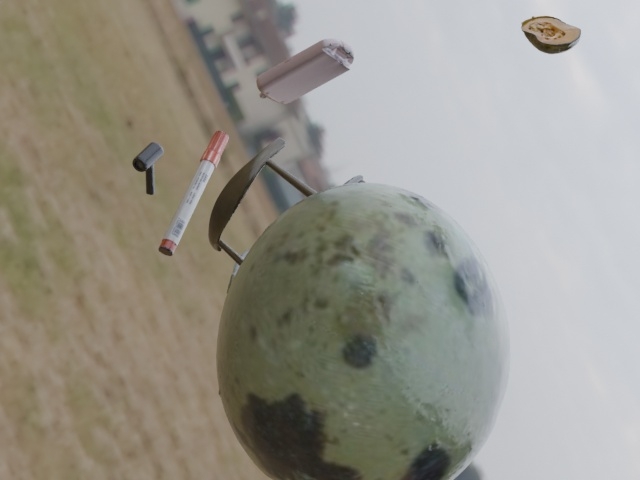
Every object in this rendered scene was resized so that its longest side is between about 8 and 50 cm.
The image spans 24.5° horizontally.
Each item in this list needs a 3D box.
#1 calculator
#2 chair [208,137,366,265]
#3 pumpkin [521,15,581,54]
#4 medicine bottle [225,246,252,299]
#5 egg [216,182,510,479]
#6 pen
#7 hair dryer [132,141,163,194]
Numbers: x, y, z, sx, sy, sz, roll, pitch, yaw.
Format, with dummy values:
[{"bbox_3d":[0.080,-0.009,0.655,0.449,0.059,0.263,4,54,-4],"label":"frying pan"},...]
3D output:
[{"bbox_3d":[-0.026,-0.274,2.408,0.100,0.175,0.032,24,43,-61],"label":"calculator"},{"bbox_3d":[0.000,0.000,1.995,0.272,0.188,0.166,36,23,6],"label":"chair"},{"bbox_3d":[0.262,-0.230,1.676,0.083,0.050,0.028,-128,-159,-50],"label":"pumpkin"},{"bbox_3d":[-0.083,0.129,2.302,0.252,0.144,0.144,100,-27,-46],"label":"medicine bottle"},{"bbox_3d":[0.052,0.123,1.711,0.428,0.344,0.345,101,-27,-46],"label":"egg"},{"bbox_3d":[-0.197,-0.076,2.302,0.028,0.028,0.239,66,38,-49],"label":"pen"},{"bbox_3d":[-0.250,-0.098,2.140,0.026,0.047,0.083,23,-45,19],"label":"hair dryer"}]
